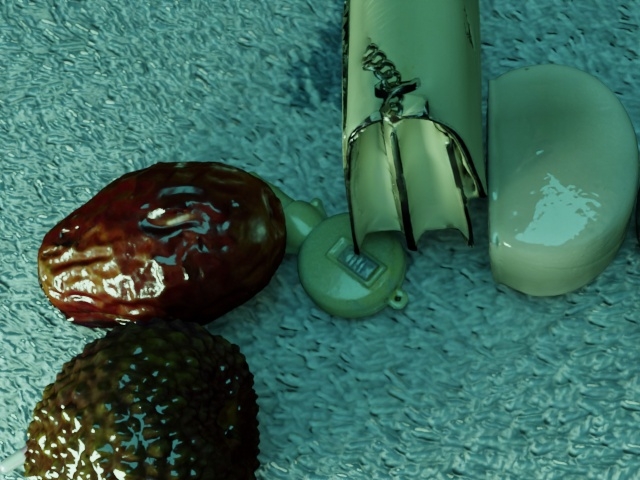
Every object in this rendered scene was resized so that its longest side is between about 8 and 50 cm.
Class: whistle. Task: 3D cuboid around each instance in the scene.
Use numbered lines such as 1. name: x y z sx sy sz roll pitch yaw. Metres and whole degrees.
1. whistle: 0.000 0.000 1.317 0.258 0.067 0.126 36 76 23

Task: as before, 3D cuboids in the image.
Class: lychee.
1. lychee: -0.193 0.207 1.174 0.271 0.271 0.271 -3 67 8

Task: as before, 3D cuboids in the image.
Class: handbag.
1. handbag: 0.102 -0.191 1.256 0.160 0.237 0.358 -4 54 10

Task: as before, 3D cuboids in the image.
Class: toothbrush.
1. toothbrush: -0.247 0.184 1.302 0.286 0.020 0.025 -35 73 -7

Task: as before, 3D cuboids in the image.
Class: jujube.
1. jujube: -0.180 0.010 1.274 0.290 0.197 0.197 -15 65 19

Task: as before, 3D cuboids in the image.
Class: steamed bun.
1. steamed bun: 0.269 -0.067 1.257 0.164 0.146 0.242 -2 66 10

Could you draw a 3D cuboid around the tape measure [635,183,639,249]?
1. tape measure: 0.473 -0.023 1.207 0.256 0.147 0.275 0 68 8
